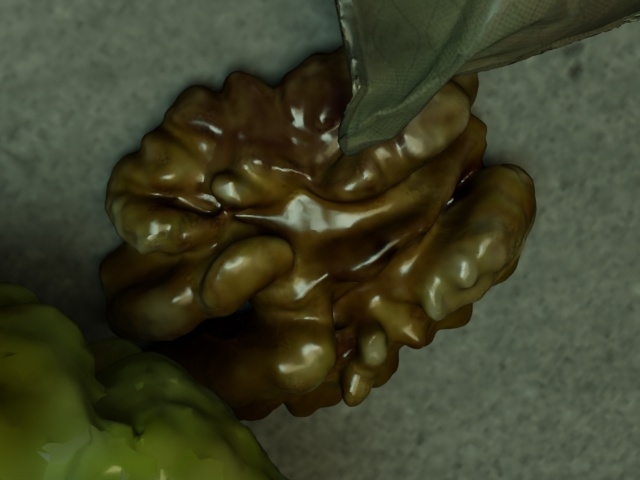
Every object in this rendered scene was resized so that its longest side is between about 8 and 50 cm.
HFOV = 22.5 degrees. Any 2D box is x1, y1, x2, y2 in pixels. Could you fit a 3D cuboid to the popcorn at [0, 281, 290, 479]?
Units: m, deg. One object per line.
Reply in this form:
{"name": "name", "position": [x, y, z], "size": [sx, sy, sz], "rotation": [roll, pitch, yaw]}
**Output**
{"name": "popcorn", "position": [-0.117, 0.151, 0.512], "size": [0.335, 0.274, 0.279], "rotation": [-7, 95, 15]}

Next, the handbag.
{"name": "handbag", "position": [0.064, -0.179, 0.536], "size": [0.182, 0.117, 0.271], "rotation": [-19, 110, -21]}

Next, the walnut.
{"name": "walnut", "position": [0.000, 0.000, 0.604], "size": [0.170, 0.069, 0.143], "rotation": [-32, 116, -1]}
